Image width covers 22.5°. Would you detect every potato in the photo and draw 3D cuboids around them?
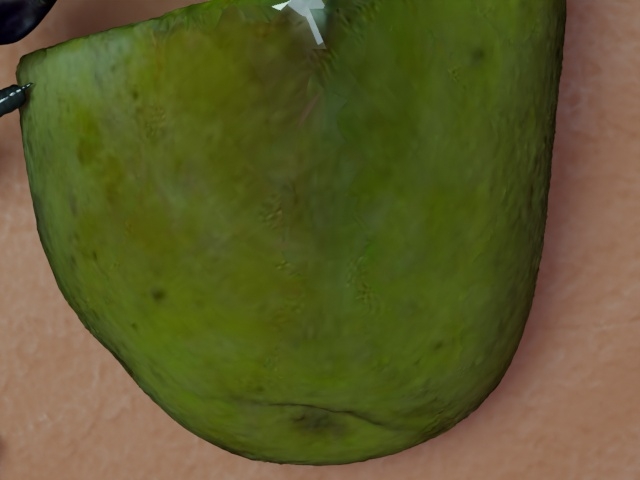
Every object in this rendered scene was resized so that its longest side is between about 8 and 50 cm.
[{"bbox_3d":[0.000,0.000,0.866,0.330,0.213,0.280,-12,100,3],"label":"potato"}]

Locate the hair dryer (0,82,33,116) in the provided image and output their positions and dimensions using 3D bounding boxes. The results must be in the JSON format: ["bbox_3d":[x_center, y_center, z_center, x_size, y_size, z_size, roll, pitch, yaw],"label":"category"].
[{"bbox_3d":[-0.237,0.014,0.906,0.235,0.091,0.271,41,120,-11],"label":"hair dryer"}]

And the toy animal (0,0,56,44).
[{"bbox_3d":[-0.059,-0.168,0.801,0.324,0.195,0.090,-20,94,-17],"label":"toy animal"}]
